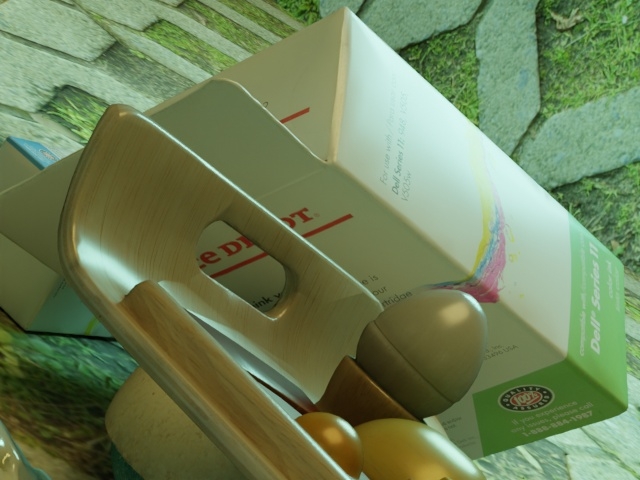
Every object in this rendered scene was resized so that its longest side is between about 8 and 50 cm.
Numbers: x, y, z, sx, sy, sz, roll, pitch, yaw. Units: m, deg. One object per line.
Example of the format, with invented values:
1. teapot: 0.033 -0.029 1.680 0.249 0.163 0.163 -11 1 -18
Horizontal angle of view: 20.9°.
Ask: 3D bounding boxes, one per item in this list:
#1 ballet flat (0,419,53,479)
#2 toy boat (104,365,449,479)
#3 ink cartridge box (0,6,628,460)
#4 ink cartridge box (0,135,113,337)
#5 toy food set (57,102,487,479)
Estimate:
1. ballet flat: -0.180 0.097 0.578 0.400 0.139 0.139 21 17 -43
2. toy boat: 0.033 0.162 0.876 0.318 0.148 0.267 26 6 10
3. ink cartridge box: 0.000 0.000 1.013 0.353 0.207 0.119 39 43 -35
4. ink cartridge box: -0.149 0.002 1.117 0.092 0.090 0.143 39 14 28
5. toy food set: 0.058 0.081 0.621 0.306 0.092 0.220 41 1 37
